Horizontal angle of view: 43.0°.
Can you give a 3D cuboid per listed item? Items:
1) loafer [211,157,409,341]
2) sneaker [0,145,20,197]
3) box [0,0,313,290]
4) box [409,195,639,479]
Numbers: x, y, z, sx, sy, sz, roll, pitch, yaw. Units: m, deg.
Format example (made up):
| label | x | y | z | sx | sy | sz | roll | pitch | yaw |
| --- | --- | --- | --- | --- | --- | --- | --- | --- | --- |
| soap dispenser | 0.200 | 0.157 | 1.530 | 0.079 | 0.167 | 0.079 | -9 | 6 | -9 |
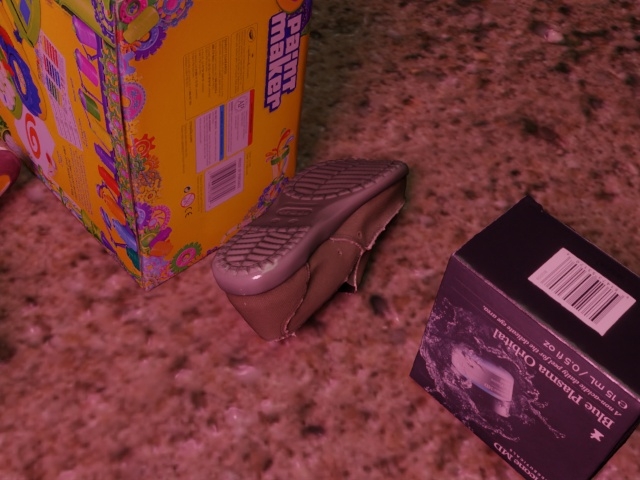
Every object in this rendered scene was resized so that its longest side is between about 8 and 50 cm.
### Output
| label | x | y | z | sx | sy | sz | roll | pitch | yaw |
| --- | --- | --- | --- | --- | --- | --- | --- | --- | --- |
| loafer | 0.000 | 0.000 | 0.702 | 0.094 | 0.087 | 0.251 | 8 | 32 | 35 |
| sneaker | -0.313 | -0.004 | 0.673 | 0.084 | 0.070 | 0.185 | 40 | 62 | 14 |
| box | -0.167 | -0.170 | 0.679 | 0.177 | 0.290 | 0.279 | -34 | 62 | -30 |
| box | 0.163 | 0.083 | 0.590 | 0.093 | 0.158 | 0.156 | -34 | 60 | -31 |
